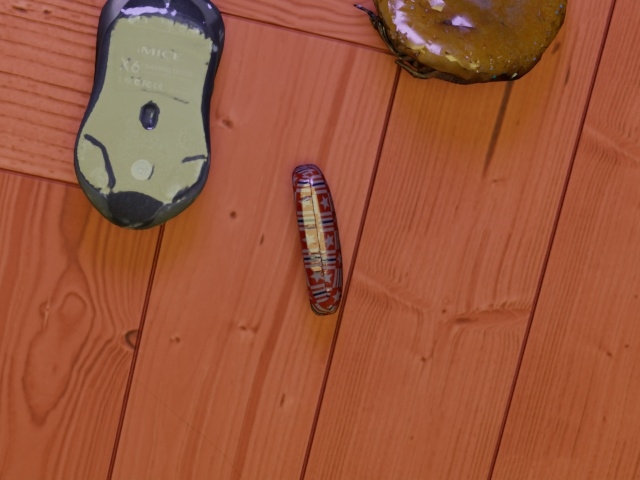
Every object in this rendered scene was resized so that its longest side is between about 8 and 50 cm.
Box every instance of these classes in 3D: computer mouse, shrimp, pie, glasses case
[{"bbox_3d":[-0.199,-0.201,1.679,0.167,0.090,0.379,13,93,-13],"label":"computer mouse"},{"bbox_3d":[0.124,-0.249,1.710,0.190,0.075,0.073,32,134,2],"label":"shrimp"},{"bbox_3d":[0.184,-0.309,1.674,0.274,0.069,0.273,5,72,-17],"label":"pie"},{"bbox_3d":[0.000,0.000,1.740,0.049,0.073,0.194,-8,102,2],"label":"glasses case"}]
